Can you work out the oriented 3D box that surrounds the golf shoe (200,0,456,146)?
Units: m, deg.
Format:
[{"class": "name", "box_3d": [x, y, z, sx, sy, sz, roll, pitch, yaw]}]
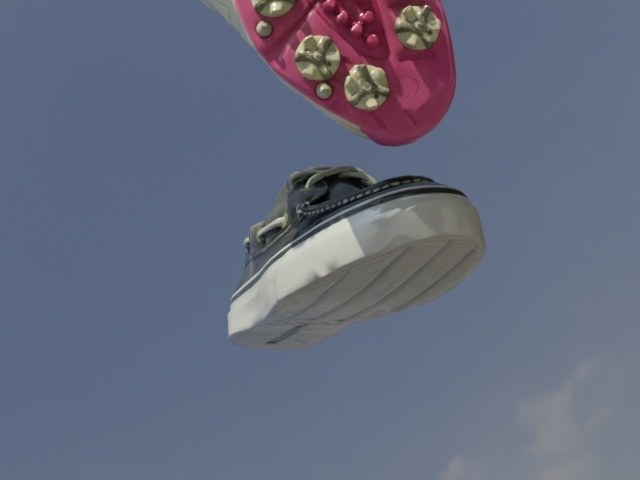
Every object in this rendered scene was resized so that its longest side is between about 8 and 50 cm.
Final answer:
[{"class": "golf shoe", "box_3d": [-0.030, -0.177, 0.611, 0.115, 0.306, 0.140, -39, -8, -5]}]

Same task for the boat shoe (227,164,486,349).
[{"class": "boat shoe", "box_3d": [0.000, 0.000, 0.723, 0.121, 0.119, 0.335, 3, -16, -26]}]
